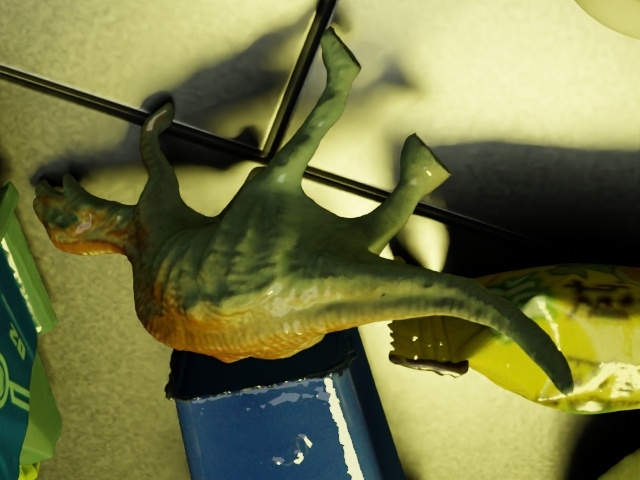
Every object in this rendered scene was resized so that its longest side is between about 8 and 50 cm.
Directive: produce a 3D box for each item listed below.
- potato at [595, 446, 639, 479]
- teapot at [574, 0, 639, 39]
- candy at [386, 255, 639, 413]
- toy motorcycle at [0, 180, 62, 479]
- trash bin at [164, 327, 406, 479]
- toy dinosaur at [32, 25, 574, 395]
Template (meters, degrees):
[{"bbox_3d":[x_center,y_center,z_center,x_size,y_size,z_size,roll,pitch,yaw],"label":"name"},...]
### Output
[{"bbox_3d":[0.279,0.193,0.985,0.160,0.111,0.271,18,135,-34],"label":"potato"},{"bbox_3d":[0.197,-0.166,0.820,0.145,0.092,0.226,-3,127,15],"label":"teapot"},{"bbox_3d":[0.185,0.059,0.904,0.297,0.187,0.081,7,102,-2],"label":"candy"},{"bbox_3d":[-0.261,0.055,0.899,0.191,0.200,0.326,-19,117,11],"label":"toy motorcycle"},{"bbox_3d":[-0.014,0.166,0.979,0.162,0.184,0.234,-10,115,5],"label":"trash bin"},{"bbox_3d":[0.000,0.000,0.849,0.205,0.393,0.092,-51,146,-6],"label":"toy dinosaur"}]
